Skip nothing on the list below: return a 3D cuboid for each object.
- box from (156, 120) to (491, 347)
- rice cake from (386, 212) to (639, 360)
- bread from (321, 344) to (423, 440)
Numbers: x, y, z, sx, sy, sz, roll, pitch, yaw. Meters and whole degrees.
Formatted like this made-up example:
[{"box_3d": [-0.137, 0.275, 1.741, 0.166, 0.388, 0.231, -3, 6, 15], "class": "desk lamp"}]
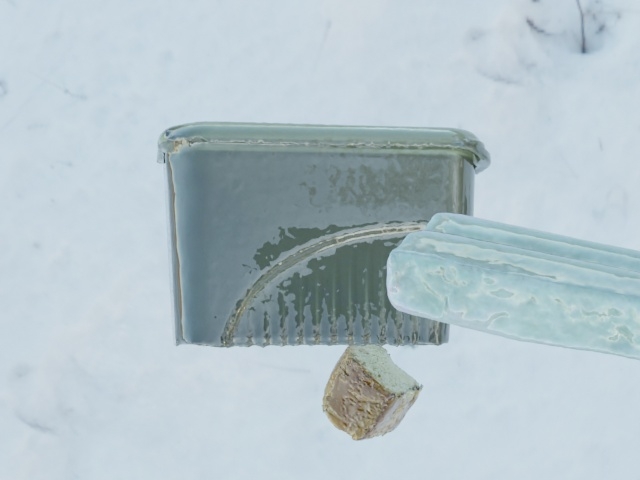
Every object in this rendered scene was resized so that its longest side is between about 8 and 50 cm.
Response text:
[{"box_3d": [0.000, 0.000, 0.872, 0.274, 0.138, 0.178, 1, 86, -8], "class": "box"}, {"box_3d": [0.148, 0.029, 0.489, 0.226, 0.085, 0.040, 11, 109, 15], "class": "rice cake"}, {"box_3d": [0.046, 0.148, 1.021, 0.077, 0.083, 0.070, 41, 107, 22], "class": "bread"}]
